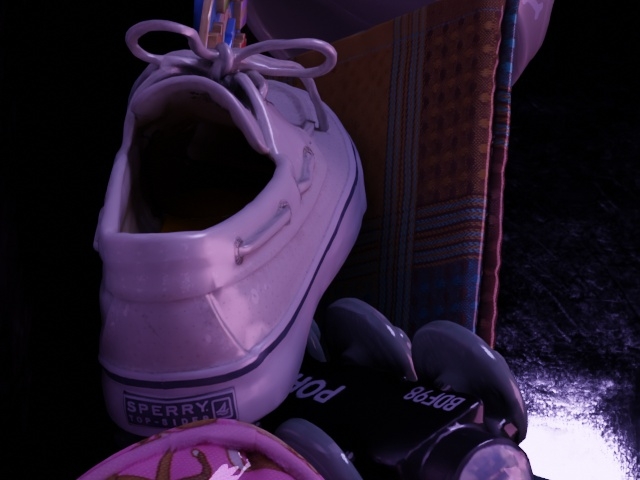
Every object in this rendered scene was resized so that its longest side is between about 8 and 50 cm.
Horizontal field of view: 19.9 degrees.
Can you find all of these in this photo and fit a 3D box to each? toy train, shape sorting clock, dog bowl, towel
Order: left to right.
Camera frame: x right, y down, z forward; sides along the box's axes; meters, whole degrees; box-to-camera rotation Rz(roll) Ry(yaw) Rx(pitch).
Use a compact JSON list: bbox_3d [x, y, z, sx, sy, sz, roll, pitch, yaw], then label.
[{"bbox_3d":[-0.081,-0.140,1.489,0.206,0.040,0.206,4,90,-90],"label":"shape sorting clock"},{"bbox_3d":[0.000,0.000,1.180,0.370,0.040,0.271,-13,-111,56],"label":"towel"},{"bbox_3d":[0.012,0.137,0.983,0.334,0.142,0.190,9,-53,56],"label":"toy train"},{"bbox_3d":[0.069,-0.256,1.818,0.348,0.349,0.102,94,14,-58],"label":"dog bowl"}]

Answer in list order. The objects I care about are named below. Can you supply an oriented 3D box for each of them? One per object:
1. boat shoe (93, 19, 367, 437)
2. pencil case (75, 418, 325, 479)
[{"bbox_3d":[-0.058,-0.050,0.989,0.367,0.136,0.156,-70,156,-63],"label":"boat shoe"},{"bbox_3d":[-0.058,0.234,0.885,0.167,0.160,0.386,52,-21,25],"label":"pencil case"}]
